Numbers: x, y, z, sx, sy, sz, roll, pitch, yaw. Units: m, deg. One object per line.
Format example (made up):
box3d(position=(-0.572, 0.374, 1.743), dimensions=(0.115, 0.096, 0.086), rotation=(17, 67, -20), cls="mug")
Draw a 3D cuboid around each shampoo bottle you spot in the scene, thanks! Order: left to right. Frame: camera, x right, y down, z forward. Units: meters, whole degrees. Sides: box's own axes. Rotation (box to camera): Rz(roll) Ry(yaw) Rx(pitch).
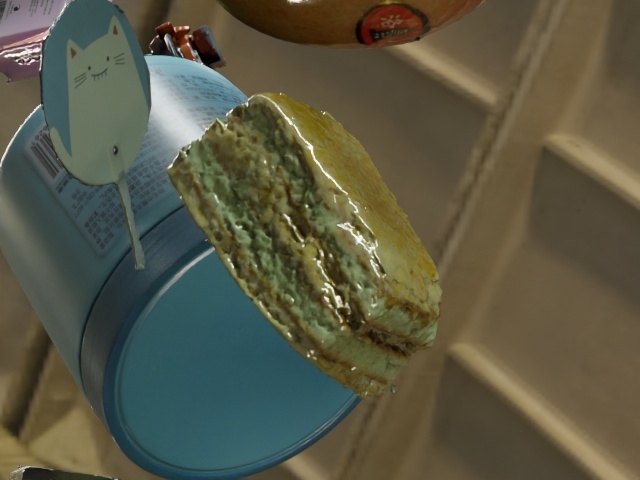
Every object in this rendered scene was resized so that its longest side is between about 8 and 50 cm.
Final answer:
box3d(position=(-0.138, 0.018, 1.525), dimensions=(0.342, 0.331, 0.331), rotation=(48, -58, 44), cls="shampoo bottle")

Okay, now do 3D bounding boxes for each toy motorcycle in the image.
box3d(position=(-0.152, -0.163, 2.152), dimensions=(0.221, 0.148, 0.325), rotation=(32, 32, -88), cls="toy motorcycle")

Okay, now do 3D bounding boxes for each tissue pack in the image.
box3d(position=(-0.347, -0.338, 1.911), dimensions=(0.149, 0.092, 0.246), rotation=(-7, -124, 27), cls="tissue pack")

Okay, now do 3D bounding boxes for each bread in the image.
box3d(position=(0.000, 0.000, 0.987), dimensions=(0.102, 0.138, 0.196), rotation=(-40, -118, 16), cls="bread")

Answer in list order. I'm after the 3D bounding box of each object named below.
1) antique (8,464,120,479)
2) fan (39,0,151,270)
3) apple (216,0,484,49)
box3d(position=(-0.228, 0.240, 1.257), dimensions=(0.221, 0.081, 0.080), rotation=(145, -46, -72), cls="antique")
box3d(position=(-0.127, -0.060, 0.880), dimensions=(0.005, 0.113, 0.175), rotation=(2, -64, 26), cls="fan")
box3d(position=(0.008, -0.327, 1.273), dimensions=(0.305, 0.338, 0.338), rotation=(-11, -104, 18), cls="apple")
